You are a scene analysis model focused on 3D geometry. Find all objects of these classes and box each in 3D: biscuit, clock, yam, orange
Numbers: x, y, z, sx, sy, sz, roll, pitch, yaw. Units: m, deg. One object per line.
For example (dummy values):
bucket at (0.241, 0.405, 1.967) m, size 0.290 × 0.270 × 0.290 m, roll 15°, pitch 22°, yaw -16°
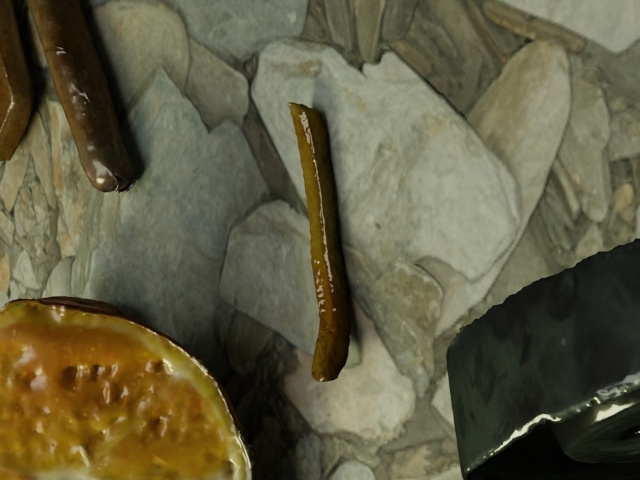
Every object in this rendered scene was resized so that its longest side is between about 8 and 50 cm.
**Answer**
biscuit at (-0.334, -0.144, 1.483) m, size 0.215 × 0.034 × 0.182 m, roll -30°, pitch 70°, yaw 47°
clock at (0.207, 0.047, 0.706) m, size 0.312 × 0.313 × 0.061 m, roll -31°, pitch 64°, yaw 44°
yam at (-0.211, -0.156, 1.338) m, size 0.046 × 0.046 × 0.264 m, roll -38°, pitch 64°, yaw 42°
orange at (-0.169, 0.217, 1.170) m, size 0.274 × 0.274 × 0.310 m, roll -47°, pitch 51°, yaw 39°

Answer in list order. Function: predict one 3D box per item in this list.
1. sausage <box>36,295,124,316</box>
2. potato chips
sausage at (-0.222, 0.176, 1.333) m, size 0.105 × 0.105 × 0.274 m, roll 27°, pitch 113°, yaw 43°
potato chips at (0.000, 0.000, 1.130) m, size 0.026 × 0.037 × 0.204 m, roll -11°, pitch 80°, yaw 37°
